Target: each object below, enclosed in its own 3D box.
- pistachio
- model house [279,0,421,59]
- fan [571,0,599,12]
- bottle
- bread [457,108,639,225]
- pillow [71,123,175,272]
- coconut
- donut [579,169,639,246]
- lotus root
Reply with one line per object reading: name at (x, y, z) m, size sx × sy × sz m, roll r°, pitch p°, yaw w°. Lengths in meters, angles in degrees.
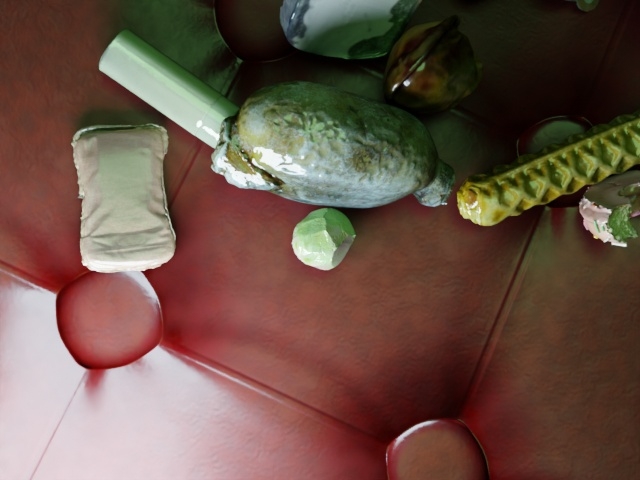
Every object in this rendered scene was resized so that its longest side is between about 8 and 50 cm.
pistachio at (0.154, -0.240, 1.590) m, size 0.130 × 0.165 × 0.210 m, roll 33°, pitch 31°, yaw 18°
model house at (0.037, -0.449, 1.597) m, size 0.190 × 0.271 × 0.301 m, roll 4°, pitch 52°, yaw -21°
fan at (0.359, -0.440, 1.679) m, size 0.226 × 0.008 × 0.152 m, roll 11°, pitch 93°, yaw -38°
bottle at (-0.211, -0.214, 1.585) m, size 0.201 × 0.072 × 0.072 m, roll 35°, pitch 75°, yaw 1°
bread at (0.365, -0.111, 1.638) m, size 0.367 × 0.077 × 0.084 m, roll -21°, pitch 71°, yaw -13°
pillow at (-0.274, -0.061, 1.561) m, size 0.135 × 0.034 × 0.211 m, roll -3°, pitch 79°, yaw -12°
coconut at (0.000, 0.000, 1.563) m, size 0.082 × 0.081 × 0.083 m, roll -28°, pitch 97°, yaw -51°
donut at (0.436, -0.052, 1.625) m, size 0.166 × 0.117 × 0.065 m, roll -24°, pitch 114°, yaw -25°
lotus root at (0.029, -0.130, 1.549) m, size 0.349 × 0.175 × 0.175 m, roll 8°, pitch 76°, yaw -16°
